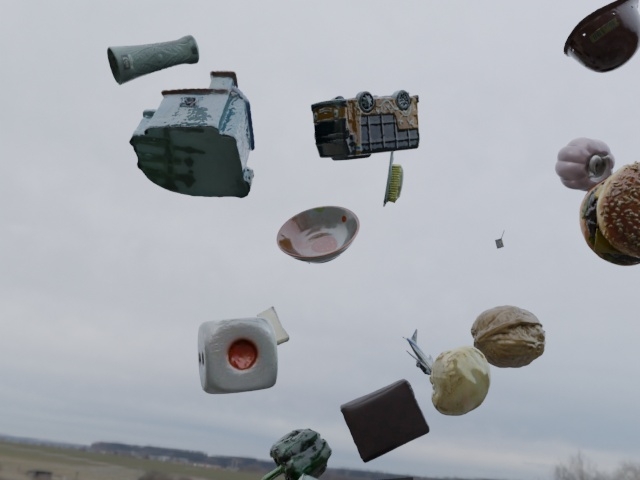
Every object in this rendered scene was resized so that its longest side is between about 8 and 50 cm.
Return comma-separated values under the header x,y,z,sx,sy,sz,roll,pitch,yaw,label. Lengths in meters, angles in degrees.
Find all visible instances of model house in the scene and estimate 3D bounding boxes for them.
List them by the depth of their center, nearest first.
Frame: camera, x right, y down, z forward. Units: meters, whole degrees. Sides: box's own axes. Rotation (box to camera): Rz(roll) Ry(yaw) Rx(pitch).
x,y,z,sx,sy,sz,roll,pitch,yaw,label
-0.328,-0.321,1.731,0.295,0.329,0.252,0,-39,7,model house

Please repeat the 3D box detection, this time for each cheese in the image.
x,y,z,sx,sy,sz,roll,pitch,yaw,label
-0.186,0.327,2.357,0.085,0.034,0.400,-27,13,-7,cheese

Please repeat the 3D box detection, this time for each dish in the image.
x,y,z,sx,sy,sz,roll,pitch,yaw,label
0.000,0.000,1.909,0.260,0.260,0.085,-1,-52,19,dish

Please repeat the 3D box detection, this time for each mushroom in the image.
x,y,z,sx,sy,sz,roll,pitch,yaw,label
0.270,0.273,1.209,0.112,0.148,0.148,1,-18,38,mushroom

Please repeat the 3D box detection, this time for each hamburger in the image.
x,y,z,sx,sy,sz,roll,pitch,yaw,label
0.863,-0.072,1.685,0.291,0.291,0.225,5,-6,1,hamburger

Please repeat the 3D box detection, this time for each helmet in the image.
x,y,z,sx,sy,sz,roll,pitch,yaw,label
0.619,-0.420,1.305,0.175,0.106,0.155,-36,-23,15,helmet

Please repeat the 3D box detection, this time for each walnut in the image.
x,y,z,sx,sy,sz,roll,pitch,yaw,label
0.571,0.293,1.889,0.245,0.198,0.198,-1,-14,-28,walnut

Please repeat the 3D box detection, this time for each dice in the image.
x,y,z,sx,sy,sz,roll,pitch,yaw,label
-0.223,0.305,1.651,0.193,0.194,0.192,-3,-8,-19,dice

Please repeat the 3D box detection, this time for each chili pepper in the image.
x,y,z,sx,sy,sz,roll,pitch,yaw,label
-0.093,0.728,2.001,0.261,0.174,0.165,-31,-5,-26,chili pepper

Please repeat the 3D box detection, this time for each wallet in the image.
x,y,z,sx,sy,sz,roll,pitch,yaw,label
0.193,0.535,1.854,0.229,0.182,0.049,-25,-17,3,wallet

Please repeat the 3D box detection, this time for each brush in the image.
x,y,z,sx,sy,sz,roll,pitch,yaw,label
0.254,-0.256,2.077,0.060,0.297,0.068,7,-4,5,brush

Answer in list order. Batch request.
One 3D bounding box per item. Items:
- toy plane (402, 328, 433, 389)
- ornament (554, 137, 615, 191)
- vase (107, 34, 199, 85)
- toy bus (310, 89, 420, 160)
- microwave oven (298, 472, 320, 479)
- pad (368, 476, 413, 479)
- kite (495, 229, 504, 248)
x,y,z,sx,sy,sz,roll,pitch,yaw,label
0.343,0.397,2.006,0.058,0.226,0.226,-36,-27,17,toy plane
0.851,-0.242,1.982,0.177,0.177,0.177,5,-19,2,ornament
-0.423,-0.470,1.587,0.219,0.096,0.096,-21,-8,-24,vase
0.119,-0.297,1.599,0.275,0.167,0.138,-11,10,-37,toy bus
-0.037,0.785,1.750,0.162,0.122,0.208,26,-59,-5,microwave oven
0.180,0.745,1.781,0.163,0.004,0.243,-4,-48,-1,pad
0.678,-0.005,2.342,0.044,0.078,0.002,9,-12,-22,kite
